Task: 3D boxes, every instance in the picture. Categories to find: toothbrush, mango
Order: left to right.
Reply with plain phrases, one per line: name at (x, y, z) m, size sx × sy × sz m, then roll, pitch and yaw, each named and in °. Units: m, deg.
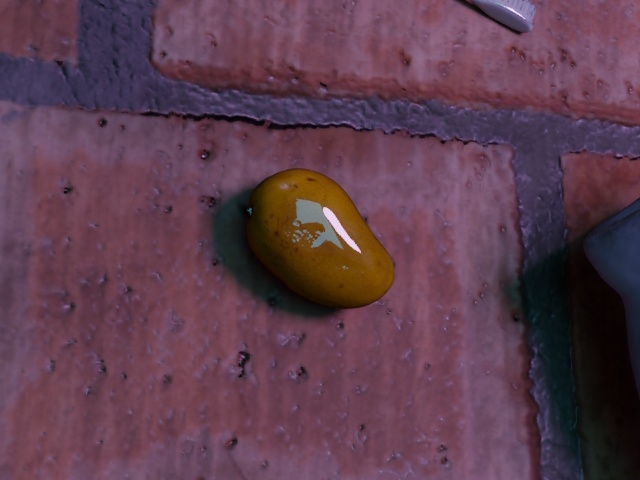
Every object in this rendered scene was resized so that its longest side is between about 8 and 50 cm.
mango at (0.000, 0.000, 0.969) m, size 0.114 × 0.060 × 0.080 m, roll 37°, pitch 70°, yaw -11°
toothbrush at (0.040, -0.232, 1.066) m, size 0.286 × 0.020 × 0.025 m, roll 26°, pitch 61°, yaw -12°

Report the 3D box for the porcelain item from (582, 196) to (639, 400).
porcelain item at (0.358, 0.125, 0.970) m, size 0.178 × 0.242 × 0.405 m, roll -27°, pitch 85°, yaw -49°
